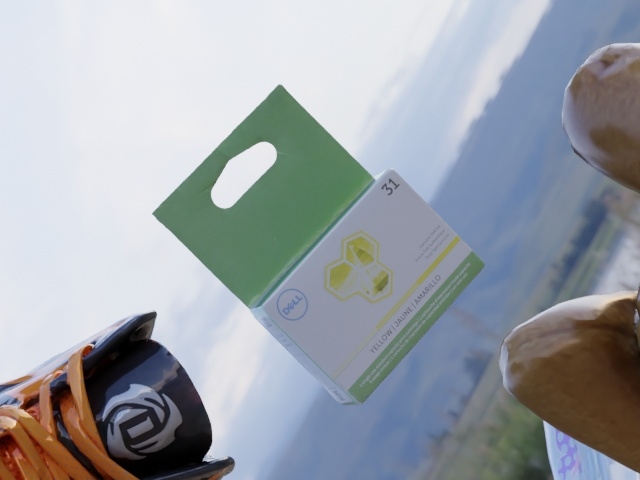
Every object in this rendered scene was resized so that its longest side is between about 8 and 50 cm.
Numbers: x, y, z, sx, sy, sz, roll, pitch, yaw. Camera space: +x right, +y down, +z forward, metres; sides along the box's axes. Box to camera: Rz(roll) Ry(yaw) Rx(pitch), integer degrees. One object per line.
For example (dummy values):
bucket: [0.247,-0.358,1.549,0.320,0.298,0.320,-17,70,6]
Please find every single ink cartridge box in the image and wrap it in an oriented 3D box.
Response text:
ink cartridge box: [0.000,0.000,1.356,0.171,0.235,0.056,-47,8,-16]

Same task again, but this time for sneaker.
sneaker: [-0.145,0.099,0.703,0.180,0.125,0.321,-25,3,8]

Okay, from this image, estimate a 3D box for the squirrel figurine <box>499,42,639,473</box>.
squirrel figurine: [0.309,-0.032,0.676,0.281,0.397,0.370,-46,-16,-33]

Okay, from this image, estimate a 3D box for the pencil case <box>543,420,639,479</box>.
pencil case: [0.252,0.207,1.348,0.124,0.113,0.273,60,-163,-55]
